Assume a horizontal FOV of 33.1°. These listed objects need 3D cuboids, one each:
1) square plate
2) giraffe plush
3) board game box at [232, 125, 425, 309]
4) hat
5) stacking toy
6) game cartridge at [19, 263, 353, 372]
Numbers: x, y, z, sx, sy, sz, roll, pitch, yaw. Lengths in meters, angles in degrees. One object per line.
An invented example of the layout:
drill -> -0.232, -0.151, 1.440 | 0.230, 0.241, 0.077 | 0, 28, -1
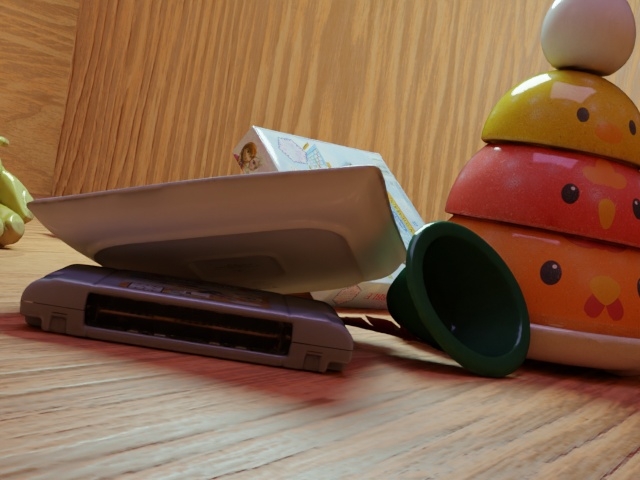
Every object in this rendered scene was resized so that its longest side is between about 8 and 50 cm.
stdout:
square plate -> -0.088, 0.009, 1.166 | 0.347, 0.049, 0.344 | -5, -17, 8
giraffe plush -> -0.577, -0.072, 1.685 | 0.170, 0.210, 0.181 | -20, -3, 16
board game box -> 0.050, -0.029, 1.734 | 0.318, 0.066, 0.319 | 8, 43, -47
hat -> 0.098, 0.087, 1.195 | 0.183, 0.208, 0.173 | -35, 12, 42
stacking toy -> 0.295, -0.091, 1.353 | 0.350, 0.480, 0.350 | 8, 2, 0
game cartridge -> -0.123, 0.071, 1.042 | 0.297, 0.062, 0.198 | 9, 6, -5
